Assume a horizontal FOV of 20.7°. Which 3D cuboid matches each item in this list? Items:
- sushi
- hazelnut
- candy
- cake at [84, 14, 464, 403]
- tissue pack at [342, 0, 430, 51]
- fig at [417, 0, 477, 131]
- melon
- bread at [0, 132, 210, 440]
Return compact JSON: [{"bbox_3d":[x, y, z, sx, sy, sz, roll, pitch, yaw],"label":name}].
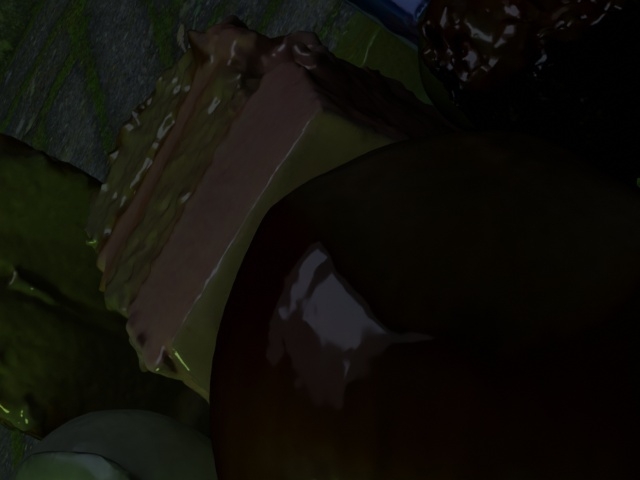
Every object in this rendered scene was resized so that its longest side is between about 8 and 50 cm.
[{"bbox_3d":[0.237,-0.168,1.168,0.343,0.182,0.196,-31,50,17],"label":"sushi"},{"bbox_3d":[0.112,0.108,1.102,0.366,0.366,0.366,-44,33,40],"label":"hazelnut"},{"bbox_3d":[-0.172,0.288,1.637,0.295,0.185,0.295,11,109,32],"label":"candy"},{"bbox_3d":[0.000,0.000,1.430,0.293,0.314,0.307,-59,24,12],"label":"cake"},{"bbox_3d":[0.073,-0.299,1.559,0.263,0.146,0.198,38,90,30],"label":"tissue pack"},{"bbox_3d":[0.165,-0.172,1.389,0.181,0.181,0.191,-173,84,-64],"label":"fig"},{"bbox_3d":[0.056,-0.156,1.669,0.323,0.124,0.196,-50,25,5],"label":"melon"},{"bbox_3d":[-0.298,0.074,1.886,0.390,0.371,0.279,2,67,60],"label":"bread"}]
